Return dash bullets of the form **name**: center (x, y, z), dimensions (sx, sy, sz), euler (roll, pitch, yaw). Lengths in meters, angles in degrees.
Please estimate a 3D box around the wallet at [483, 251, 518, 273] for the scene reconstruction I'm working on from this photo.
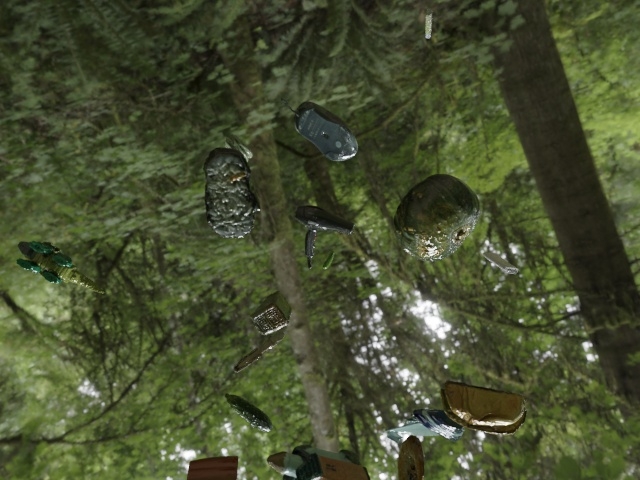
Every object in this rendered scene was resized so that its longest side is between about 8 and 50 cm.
- **wallet**: center (0.595, 0.073, 1.954), dimensions (0.061, 0.025, 0.122), euler (13, -162, -26)

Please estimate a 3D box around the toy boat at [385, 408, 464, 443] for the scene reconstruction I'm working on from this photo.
- **toy boat**: center (0.334, 0.624, 1.986), dimensions (0.291, 0.210, 0.070), euler (-10, -136, 26)

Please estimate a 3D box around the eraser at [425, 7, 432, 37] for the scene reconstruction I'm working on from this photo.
- **eraser**: center (0.339, -0.680, 1.849), dimensions (0.019, 0.083, 0.038), euler (5, -127, 12)

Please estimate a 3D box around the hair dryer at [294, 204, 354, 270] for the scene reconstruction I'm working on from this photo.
- **hair dryer**: center (0.000, 0.000, 2.295), dimensions (0.235, 0.272, 0.091), euler (17, -147, 6)

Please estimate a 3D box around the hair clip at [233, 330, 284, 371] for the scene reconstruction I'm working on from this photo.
- **hair clip**: center (-0.212, 0.375, 1.951), dimensions (0.226, 0.034, 0.072), euler (-34, 173, -42)

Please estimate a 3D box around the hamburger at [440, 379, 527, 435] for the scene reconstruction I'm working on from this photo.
- **hamburger**: center (0.483, 0.505, 1.744), dimensions (0.261, 0.124, 0.131), euler (10, -124, 3)

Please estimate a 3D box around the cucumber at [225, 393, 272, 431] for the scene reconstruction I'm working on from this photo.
- **cucumber**: center (-0.268, 0.637, 2.194), dimensions (0.069, 0.227, 0.069), euler (-43, -162, 18)

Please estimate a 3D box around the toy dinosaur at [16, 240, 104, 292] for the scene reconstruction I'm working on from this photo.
- **toy dinosaur**: center (-0.706, 0.075, 1.593), dimensions (0.094, 0.259, 0.153), euler (-58, -174, -6)

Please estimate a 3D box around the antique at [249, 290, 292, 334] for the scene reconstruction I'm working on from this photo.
- **antique**: center (-0.216, 0.331, 2.806), dimensions (0.150, 0.125, 0.284), euler (-31, -173, 13)

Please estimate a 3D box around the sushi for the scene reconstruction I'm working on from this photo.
- **sushi**: center (-0.344, -0.183, 2.261), dimensions (0.210, 0.351, 0.171), euler (-10, -167, -4)

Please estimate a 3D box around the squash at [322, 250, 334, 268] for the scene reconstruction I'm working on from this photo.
- **squash**: center (0.037, 0.084, 2.513), dimensions (0.089, 0.027, 0.027), euler (-61, 179, 15)

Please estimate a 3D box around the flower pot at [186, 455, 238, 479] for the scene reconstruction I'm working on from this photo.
- **flower pot**: center (-0.381, 0.841, 2.063), dimensions (0.173, 0.191, 0.190), euler (10, -175, -9)

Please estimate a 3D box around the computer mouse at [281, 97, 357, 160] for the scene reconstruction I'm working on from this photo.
- **computer mouse**: center (-0.001, -0.469, 2.389), dimensions (0.167, 0.379, 0.090), euler (-55, 174, 38)

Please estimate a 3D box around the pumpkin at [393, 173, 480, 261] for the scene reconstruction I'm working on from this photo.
- **pumpkin**: center (0.428, -0.085, 2.214), dimensions (0.327, 0.291, 0.257), euler (-43, -124, -5)

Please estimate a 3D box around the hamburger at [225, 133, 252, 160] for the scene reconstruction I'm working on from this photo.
- **hamburger**: center (-0.346, -0.385, 2.483), dimensions (0.062, 0.133, 0.140), euler (-45, -169, -6)

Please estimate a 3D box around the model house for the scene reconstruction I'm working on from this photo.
- **model house**: center (-0.023, 0.665, 1.626), dimensions (0.185, 0.291, 0.253), euler (-65, -171, 5)

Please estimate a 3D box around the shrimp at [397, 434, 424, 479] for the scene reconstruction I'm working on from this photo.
- **shrimp**: center (0.305, 0.788, 1.935), dimensions (0.062, 0.288, 0.152), euler (10, 158, -21)
